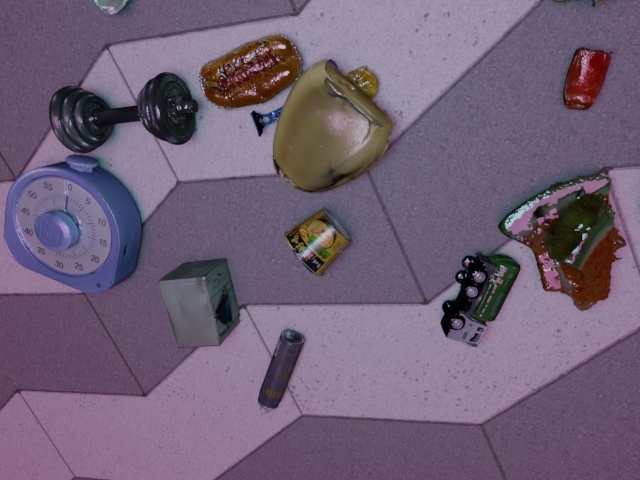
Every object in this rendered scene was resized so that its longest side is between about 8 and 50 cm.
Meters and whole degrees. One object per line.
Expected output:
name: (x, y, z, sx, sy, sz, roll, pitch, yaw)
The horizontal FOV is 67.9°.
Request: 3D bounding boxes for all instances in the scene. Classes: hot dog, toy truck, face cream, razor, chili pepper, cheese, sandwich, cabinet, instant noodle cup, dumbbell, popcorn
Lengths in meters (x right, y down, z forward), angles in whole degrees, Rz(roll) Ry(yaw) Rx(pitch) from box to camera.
hot dog: (-0.169, -0.405, 1.162, 0.268, 0.075, 0.144, -16, 100, 15)
toy truck: (0.397, 0.141, 1.192, 0.125, 0.101, 0.242, 19, 109, -6)
face cream: (-0.124, 0.397, 1.410, 0.073, 0.073, 0.283, 23, 111, 5)
razor: (-0.064, -0.356, 1.172, 0.253, 0.042, 0.082, -35, 60, 19)
chili pepper: (0.560, -0.341, 1.013, 0.070, 0.073, 0.123, 30, 117, 49)
cheese: (0.006, -0.236, 1.132, 0.259, 0.128, 0.316, 45, 125, 5)
sandwich: (0.566, 0.024, 1.079, 0.250, 0.162, 0.301, -22, 99, 23)
cabinet: (-0.334, 0.177, 1.351, 0.150, 0.145, 0.206, -7, 106, 15)
instant noodle cup: (0.000, 0.000, 1.223, 0.122, 0.151, 0.151, -39, 96, 10)
dumbbell: (-0.500, -0.321, 1.214, 0.406, 0.179, 0.179, -2, 107, 15)
popcorn: (0.095, -0.377, 1.122, 0.084, 0.084, 0.084, 4, 108, 12)

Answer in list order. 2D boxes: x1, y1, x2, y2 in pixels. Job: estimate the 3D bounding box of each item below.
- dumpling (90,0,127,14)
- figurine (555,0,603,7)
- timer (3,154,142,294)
dumpling: (-0.546, -0.664, 1.151, 0.153, 0.108, 0.219, -30, 101, 20)
figurine: (0.486, -0.584, 0.915, 0.263, 0.142, 0.189, 45, 135, -3)
timer: (-0.705, -0.057, 1.352, 0.395, 0.173, 0.395, 4, 108, 13)
